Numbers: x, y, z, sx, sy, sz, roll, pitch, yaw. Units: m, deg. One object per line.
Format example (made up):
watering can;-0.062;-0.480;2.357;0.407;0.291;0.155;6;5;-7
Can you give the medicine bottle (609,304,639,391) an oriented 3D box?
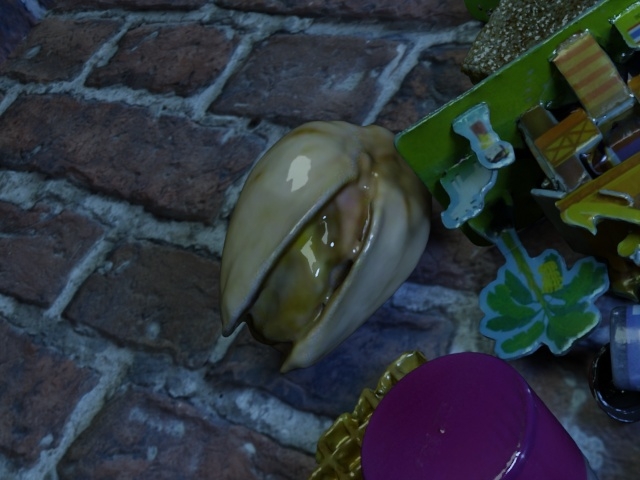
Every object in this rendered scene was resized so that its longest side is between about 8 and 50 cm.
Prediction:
medicine bottle;0.373;0.097;1.142;0.203;0.083;0.083;-3;49;15

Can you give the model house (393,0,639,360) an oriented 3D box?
model house;0.286;-0.039;1.262;0.357;0.242;0.313;-31;42;11

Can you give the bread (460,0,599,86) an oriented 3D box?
bread;0.317;-0.239;1.524;0.234;0.110;0.184;25;81;45

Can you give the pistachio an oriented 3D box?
pistachio;0.000;0.000;1.484;0.321;0.229;0.238;-59;-1;-13

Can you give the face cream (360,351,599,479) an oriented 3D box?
face cream;0.155;0.224;1.145;0.175;0.195;0.175;-22;41;21

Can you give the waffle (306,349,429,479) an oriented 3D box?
waffle;0.071;0.232;1.325;0.211;0.055;0.160;-43;38;0

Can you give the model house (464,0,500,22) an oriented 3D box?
model house;0.339;-0.422;1.690;0.294;0.154;0.207;-13;90;44

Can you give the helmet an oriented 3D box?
helmet;0.293;0.143;1.222;0.065;0.049;0.084;11;71;-5
